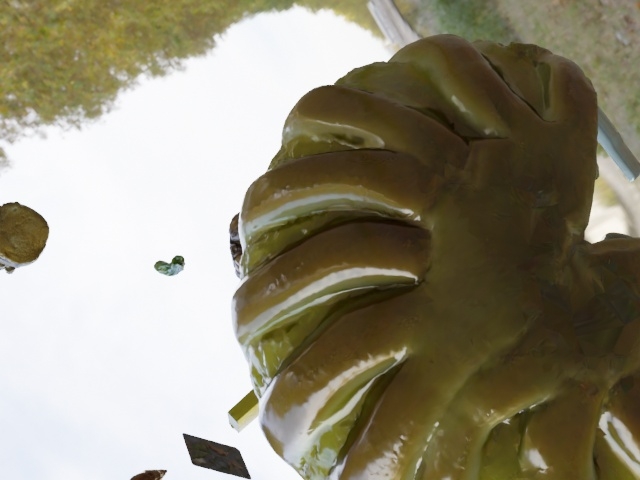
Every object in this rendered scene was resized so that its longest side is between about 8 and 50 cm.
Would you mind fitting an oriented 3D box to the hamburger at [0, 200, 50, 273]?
[{"bbox_3d":[-0.702,0.003,1.730,0.159,0.131,0.185,42,-127,-38],"label":"hamburger"}]

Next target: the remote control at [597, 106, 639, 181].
[{"bbox_3d":[0.579,-0.192,1.520,0.162,0.029,0.061,53,-135,3],"label":"remote control"}]

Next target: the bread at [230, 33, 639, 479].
[{"bbox_3d":[0.099,0.034,0.452,0.333,0.333,0.160,64,160,11],"label":"bread"}]

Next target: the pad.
[{"bbox_3d":[-0.230,0.478,1.710,0.157,0.003,0.112,26,-167,-31],"label":"pad"}]

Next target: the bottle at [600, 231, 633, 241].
[{"bbox_3d":[0.749,0.092,1.677,0.347,0.168,0.168,21,-156,-5],"label":"bottle"}]

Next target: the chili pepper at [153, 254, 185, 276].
[{"bbox_3d":[-0.267,0.047,1.371,0.030,0.091,0.034,-9,-93,-40],"label":"chili pepper"}]

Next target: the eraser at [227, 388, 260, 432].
[{"bbox_3d":[-0.186,0.442,2.038,0.045,0.122,0.097,40,152,20],"label":"eraser"}]

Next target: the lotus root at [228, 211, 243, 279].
[{"bbox_3d":[0.001,0.000,1.347,0.078,0.329,0.167,-98,-5,-77],"label":"lotus root"}]

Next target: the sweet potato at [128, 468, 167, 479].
[{"bbox_3d":[-0.263,0.362,1.157,0.095,0.034,0.034,2,-121,-64],"label":"sweet potato"}]
